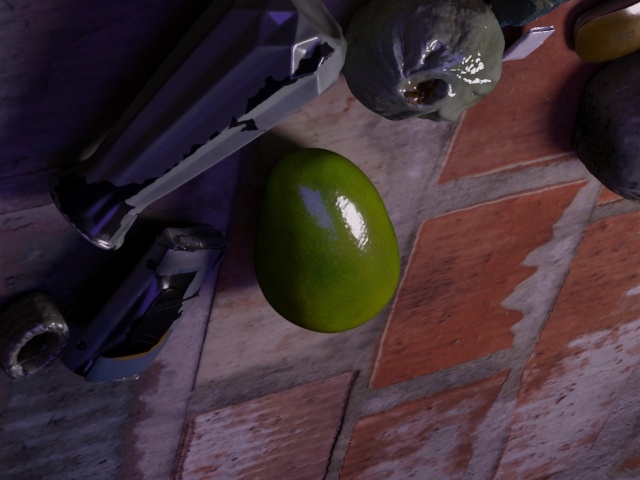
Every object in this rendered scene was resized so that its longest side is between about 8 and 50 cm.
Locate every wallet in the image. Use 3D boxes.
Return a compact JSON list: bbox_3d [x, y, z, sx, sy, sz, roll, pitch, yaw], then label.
[{"bbox_3d":[0.264,-0.252,2.008,0.044,0.011,0.083,-12,164,-30],"label":"wallet"},{"bbox_3d":[-0.213,0.084,1.998,0.231,0.069,0.170,-51,159,16],"label":"wallet"}]

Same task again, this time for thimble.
[{"bbox_3d":[-0.367,0.120,1.962,0.110,0.062,0.084,-44,144,16],"label":"thimble"}]

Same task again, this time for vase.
[{"bbox_3d":[-0.139,-0.141,1.740,0.360,0.165,0.165,-40,146,19],"label":"vase"}]

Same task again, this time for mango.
[{"bbox_3d":[0.000,0.000,2.020,0.192,0.156,0.343,-35,144,-10],"label":"mango"}]

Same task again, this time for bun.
[{"bbox_3d":[0.124,-0.210,1.845,0.195,0.118,0.195,-6,138,-6],"label":"bun"}]

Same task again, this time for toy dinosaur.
[{"bbox_3d":[0.272,-0.316,1.909,0.363,0.076,0.147,-33,166,4],"label":"toy dinosaur"}]

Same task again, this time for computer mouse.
[{"bbox_3d":[0.426,-0.300,2.074,0.199,0.045,0.102,-27,148,-7],"label":"computer mouse"}]

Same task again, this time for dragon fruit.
[{"bbox_3d":[0.497,-0.140,2.192,0.221,0.204,0.283,-22,144,-13],"label":"dragon fruit"}]
